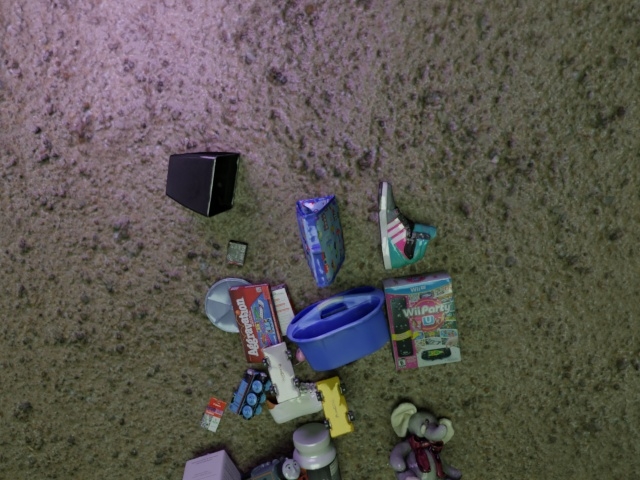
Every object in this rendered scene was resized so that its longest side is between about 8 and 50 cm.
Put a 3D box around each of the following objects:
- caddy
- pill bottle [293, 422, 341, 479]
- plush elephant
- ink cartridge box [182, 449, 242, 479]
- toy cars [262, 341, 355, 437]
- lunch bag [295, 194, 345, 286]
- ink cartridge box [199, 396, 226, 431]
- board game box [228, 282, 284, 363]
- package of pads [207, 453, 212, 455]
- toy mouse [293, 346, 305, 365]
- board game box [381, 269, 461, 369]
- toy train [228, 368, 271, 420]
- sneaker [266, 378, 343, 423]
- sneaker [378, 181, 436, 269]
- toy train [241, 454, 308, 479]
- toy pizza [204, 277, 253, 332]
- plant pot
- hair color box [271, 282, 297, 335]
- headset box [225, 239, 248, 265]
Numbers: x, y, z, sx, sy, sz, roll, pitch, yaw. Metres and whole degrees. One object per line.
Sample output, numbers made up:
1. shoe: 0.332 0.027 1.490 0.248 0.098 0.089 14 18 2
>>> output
1. caddy: 0.060 0.266 1.676 0.341 0.241 0.179 -23 107 1
2. pill bottle: -0.013 0.816 1.863 0.162 0.162 0.278 -9 104 4
3. plush elephant: 0.367 0.717 1.795 0.272 0.330 0.255 17 82 -16
4. ink cartridge box: -0.363 0.987 1.773 0.166 0.395 0.285 -20 115 6
5. toy cars: -0.042 0.495 1.731 0.394 0.087 0.176 32 82 2
6. lunch bag: 0.000 0.000 1.583 0.138 0.293 0.220 -9 104 4
7. ink cartridge box: -0.394 0.640 1.895 0.063 0.029 0.115 22 104 -4
8. board game box: -0.212 0.285 1.755 0.145 0.027 0.281 -8 106 16
9. package of pads: -0.414 0.850 1.949 0.050 0.032 0.083 15 105 -6
10. toy mouse: -0.037 0.391 1.820 0.161 0.031 0.143 -20 103 7
11. board game box: 0.339 0.269 1.748 0.224 0.097 0.303 -10 103 4
12. toy train: -0.250 0.543 1.832 0.105 0.080 0.184 24 97 29
13. sneaker: -0.062 0.542 1.821 0.290 0.106 0.123 -27 105 9
14. sneaker: 0.277 -0.050 1.649 0.179 0.124 0.295 -5 112 8
15. toy train: -0.158 0.877 1.821 0.334 0.142 0.190 -43 67 44
16. toy pizza: -0.298 0.222 1.784 0.201 0.032 0.201 0 105 0
17. plant pot: -0.373 -0.193 1.612 0.167 0.188 0.187 14 105 11
18. hair color box: -0.138 0.241 1.773 0.093 0.053 0.167 -16 105 8
19. headset box: -0.282 0.045 1.737 0.062 0.032 0.083 11 105 -1
